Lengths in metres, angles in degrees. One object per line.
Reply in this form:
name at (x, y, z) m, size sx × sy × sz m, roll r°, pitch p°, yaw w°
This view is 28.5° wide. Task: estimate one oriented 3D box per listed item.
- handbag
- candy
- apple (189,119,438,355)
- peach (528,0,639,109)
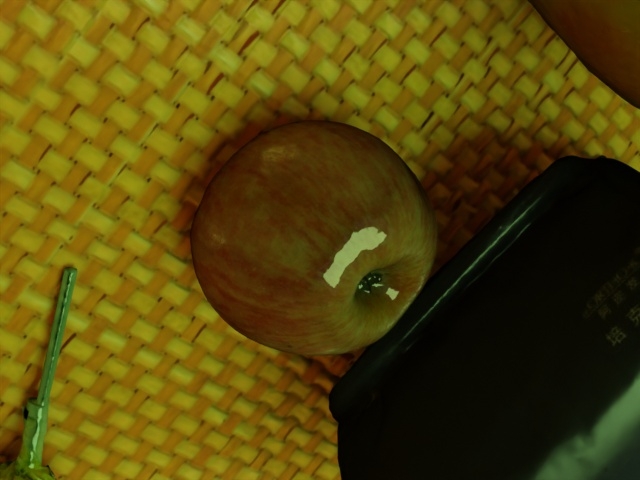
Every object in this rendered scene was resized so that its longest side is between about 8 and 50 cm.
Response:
handbag at (0.129, 0.073, 0.820) m, size 0.178 × 0.275 × 0.302 m, roll 35°, pitch 104°, yaw -28°
candy at (-0.174, 0.107, 0.787) m, size 0.058 × 0.062 × 0.194 m, roll 18°, pitch 104°, yaw 10°
apple at (0.000, 0.000, 0.762) m, size 0.146 × 0.131 × 0.146 m, roll -18°, pitch 126°, yaw -27°
peach at (0.260, -0.202, 0.687) m, size 0.332 × 0.308 × 0.308 m, roll 0°, pitch 118°, yaw -28°
